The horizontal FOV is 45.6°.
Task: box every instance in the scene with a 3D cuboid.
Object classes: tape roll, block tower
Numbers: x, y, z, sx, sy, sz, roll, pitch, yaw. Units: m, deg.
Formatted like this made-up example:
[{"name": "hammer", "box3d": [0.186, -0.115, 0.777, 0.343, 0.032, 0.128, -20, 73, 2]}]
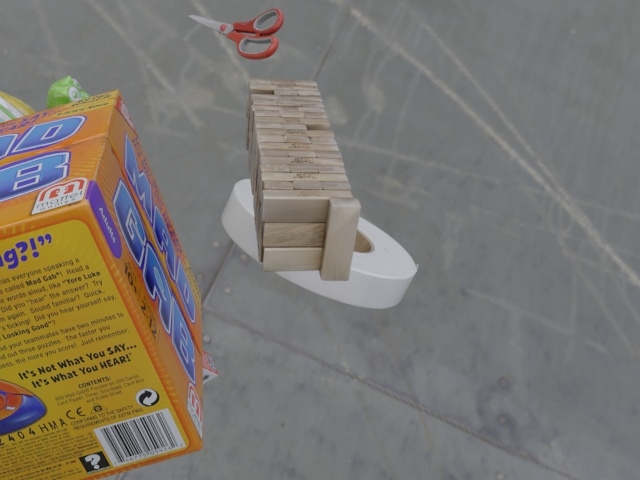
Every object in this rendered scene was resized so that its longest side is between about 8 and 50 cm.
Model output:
[{"name": "tape roll", "box3d": [0.000, 0.000, 1.474, 0.392, 0.072, 0.392, 24, 17, -8]}, {"name": "block tower", "box3d": [-0.034, -0.087, 0.869, 0.097, 0.091, 0.335, -1, 33, -11]}]

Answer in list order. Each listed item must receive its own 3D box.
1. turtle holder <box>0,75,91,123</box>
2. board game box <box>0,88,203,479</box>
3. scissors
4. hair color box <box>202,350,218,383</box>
[{"name": "turtle holder", "box3d": [-0.512, -0.133, 1.207, 0.320, 0.227, 0.243, -18, 31, -7]}, {"name": "board game box", "box3d": [-0.375, 0.070, 0.973, 0.357, 0.356, 0.356, -16, 31, 0]}, {"name": "scissors", "box3d": [-0.187, -0.415, 1.528, 0.297, 0.109, 0.021, 12, -11, 38]}, {"name": "hair color box", "box3d": [-0.267, 0.226, 1.368, 0.053, 0.093, 0.167, 62, 8, 31]}]
